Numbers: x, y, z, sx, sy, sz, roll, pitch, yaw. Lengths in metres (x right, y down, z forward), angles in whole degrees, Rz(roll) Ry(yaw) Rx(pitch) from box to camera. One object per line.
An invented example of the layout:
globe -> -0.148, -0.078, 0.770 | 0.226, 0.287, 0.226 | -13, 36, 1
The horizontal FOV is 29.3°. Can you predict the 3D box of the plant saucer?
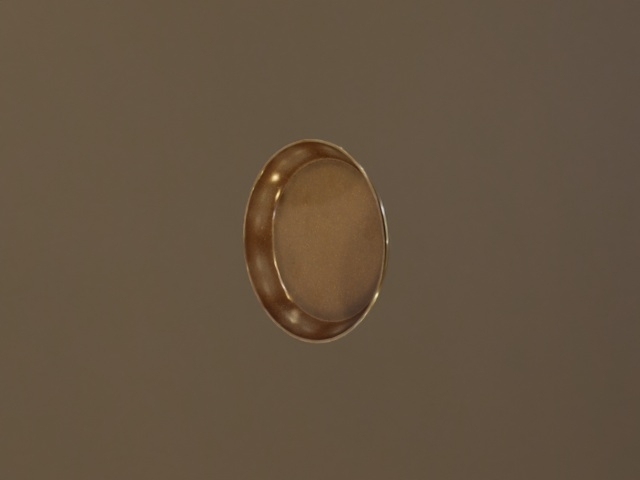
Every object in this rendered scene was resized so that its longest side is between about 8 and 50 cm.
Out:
plant saucer -> 0.000, 0.000, 1.017 | 0.029, 0.168, 0.168 | -5, -96, -45
